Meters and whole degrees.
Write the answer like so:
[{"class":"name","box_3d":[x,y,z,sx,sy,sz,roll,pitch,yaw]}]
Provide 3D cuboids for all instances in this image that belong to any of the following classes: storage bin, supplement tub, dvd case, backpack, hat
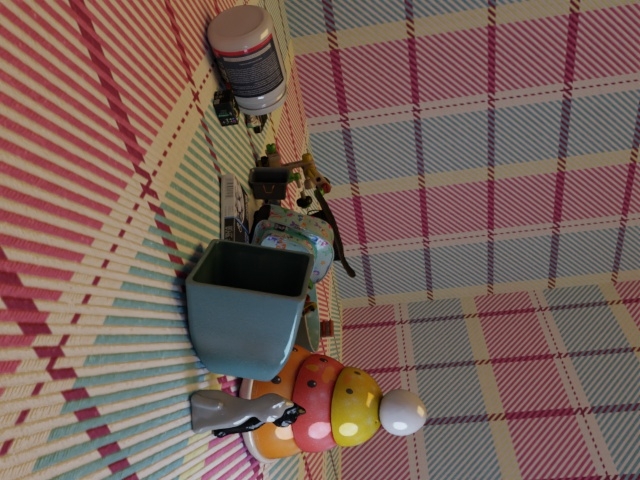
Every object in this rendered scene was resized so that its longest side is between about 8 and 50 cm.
[{"class":"storage bin","box_3d":[-0.170,-0.183,1.982,0.091,0.135,0.098,90,0,-46]},{"class":"supplement tub","box_3d":[-0.205,-0.525,1.720,0.272,0.191,0.191,74,12,-52]},{"class":"dvd case","box_3d":[-0.237,-0.530,2.127,0.179,0.030,0.238,-83,164,-61]},{"class":"backpack","box_3d":[-0.085,0.029,1.731,0.191,0.254,0.225,-97,-156,-52]},{"class":"hat","box_3d":[0.000,0.000,1.942,0.331,0.134,0.331,-23,90,-86]}]

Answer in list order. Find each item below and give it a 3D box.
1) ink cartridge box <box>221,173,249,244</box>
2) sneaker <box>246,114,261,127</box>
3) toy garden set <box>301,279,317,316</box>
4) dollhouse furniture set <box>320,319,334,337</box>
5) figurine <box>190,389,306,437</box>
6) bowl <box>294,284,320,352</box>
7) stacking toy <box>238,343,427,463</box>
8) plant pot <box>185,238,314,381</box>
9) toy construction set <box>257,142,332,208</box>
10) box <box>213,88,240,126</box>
[{"class":"ink cartridge box","box_3d":[-0.234,-0.053,1.666,0.208,0.045,0.206,69,16,-70]},{"class":"sneaker","box_3d":[-0.233,-0.428,2.030,0.098,0.038,0.069,-71,155,-75]},{"class":"toy garden set","box_3d":[-0.112,0.205,1.659,0.049,0.244,0.204,47,-13,31]},{"class":"dollhouse furniture set","box_3d":[-0.034,0.304,2.283,0.259,0.135,0.262,69,17,-60]},{"class":"figurine","box_3d":[-0.151,0.371,1.276,0.215,0.209,0.092,66,19,-67]},{"class":"bowl","box_3d":[-0.106,0.226,1.959,0.311,0.163,0.311,-7,90,-84]},{"class":"stacking toy","box_3d":[0.052,0.442,1.597,0.350,0.480,0.350,-2,90,-69]},{"class":"plant pot","box_3d":[-0.159,0.171,1.327,0.247,0.248,0.252,-79,177,-69]},{"class":"toy construction set","box_3d":[-0.096,-0.270,2.161,0.309,0.257,0.237,-61,138,-60]},{"class":"box","box_3d":[-0.266,-0.376,1.666,0.083,0.052,0.062,72,14,-52]}]
